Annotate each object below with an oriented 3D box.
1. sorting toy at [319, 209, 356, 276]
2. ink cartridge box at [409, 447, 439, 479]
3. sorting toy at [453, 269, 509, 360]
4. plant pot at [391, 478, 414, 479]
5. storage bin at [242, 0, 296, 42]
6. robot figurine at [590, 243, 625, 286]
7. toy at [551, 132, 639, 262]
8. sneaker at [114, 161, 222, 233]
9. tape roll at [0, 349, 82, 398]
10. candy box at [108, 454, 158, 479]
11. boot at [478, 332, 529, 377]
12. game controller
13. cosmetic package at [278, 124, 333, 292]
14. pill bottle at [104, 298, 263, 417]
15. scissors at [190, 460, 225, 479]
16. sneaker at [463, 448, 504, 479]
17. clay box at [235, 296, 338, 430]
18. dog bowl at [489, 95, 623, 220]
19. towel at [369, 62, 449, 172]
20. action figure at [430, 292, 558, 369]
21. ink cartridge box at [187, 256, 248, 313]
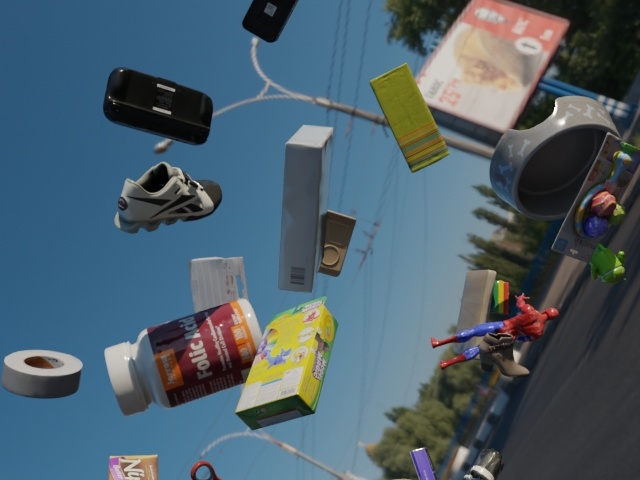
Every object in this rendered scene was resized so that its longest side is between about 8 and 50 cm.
[{"bbox_3d":[0.000,0.000,2.354,0.038,0.193,0.208,-146,74,-73],"label":"sorting toy"},{"bbox_3d":[0.326,0.719,2.124,0.045,0.206,0.208,-21,-19,7],"label":"ink cartridge box"},{"bbox_3d":[0.485,0.222,2.126,0.257,0.090,0.255,120,161,-86],"label":"sorting toy"},{"bbox_3d":[0.102,0.702,1.500,0.305,0.334,0.334,-37,8,43],"label":"plant pot"},{"bbox_3d":[-0.162,-0.747,2.331,0.180,0.122,0.084,-59,6,16],"label":"storage bin"},{"bbox_3d":[0.768,0.066,1.925,0.101,0.115,0.067,-26,-21,-7],"label":"robot figurine"},{"bbox_3d":[0.539,-0.069,1.347,0.137,0.056,0.237,16,-81,-37],"label":"toy"},{"bbox_3d":[-0.354,-0.126,1.767,0.331,0.123,0.146,-27,-43,-53],"label":"sneaker"},{"bbox_3d":[-0.813,0.389,2.097,0.219,0.219,0.072,-10,-67,-71],"label":"tape roll"},{"bbox_3d":[-0.410,0.559,1.566,0.186,0.109,0.053,-106,23,-53],"label":"candy box"},{"bbox_3d":[0.393,0.240,1.517,0.042,0.119,0.086,-100,18,-73],"label":"boot"},{"bbox_3d":[-0.461,-0.386,2.072,0.067,0.319,0.166,-18,63,55],"label":"game controller"},{"bbox_3d":[-0.036,-0.091,1.863,0.284,0.098,0.377,-62,-22,-71],"label":"cosmetic package"},{"bbox_3d":[-0.350,0.313,1.895,0.392,0.224,0.224,-17,-34,-13],"label":"pill bottle"},{"bbox_3d":[-0.233,0.641,1.823,0.297,0.021,0.109,34,-103,-37],"label":"scissors"},{"bbox_3d":[0.445,0.615,1.919,0.106,0.078,0.234,-50,-20,-19],"label":"sneaker"},{"bbox_3d":[-0.047,0.193,1.165,0.053,0.128,0.222,53,-147,-24],"label":"clay box"},{"bbox_3d":[0.621,-0.198,1.861,0.102,0.349,0.348,-110,24,-47],"label":"dog bowl"},{"bbox_3d":[0.207,-0.283,1.664,0.102,0.237,0.021,-26,5,-2],"label":"towel"},{"bbox_3d":[0.396,0.202,1.624,0.139,0.281,0.091,-31,-79,-78],"label":"action figure"},{"bbox_3d":[-0.292,0.138,2.137,0.056,0.225,0.180,-13,-84,-57],"label":"ink cartridge box"}]
